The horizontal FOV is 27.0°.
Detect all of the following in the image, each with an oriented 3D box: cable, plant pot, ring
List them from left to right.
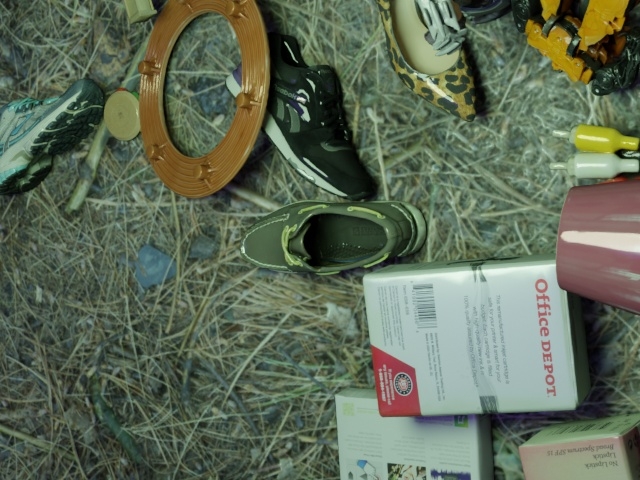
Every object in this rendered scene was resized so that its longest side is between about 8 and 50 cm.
[{"bbox_3d":[-0.185,-0.231,1.970,0.337,0.032,0.336,-8,80,51],"label":"ring"},{"bbox_3d":[0.385,0.007,1.601,0.180,0.201,0.201,6,101,20],"label":"plant pot"},{"bbox_3d":[0.430,-0.092,1.649,0.287,0.072,0.139,-7,100,33],"label":"cable"}]

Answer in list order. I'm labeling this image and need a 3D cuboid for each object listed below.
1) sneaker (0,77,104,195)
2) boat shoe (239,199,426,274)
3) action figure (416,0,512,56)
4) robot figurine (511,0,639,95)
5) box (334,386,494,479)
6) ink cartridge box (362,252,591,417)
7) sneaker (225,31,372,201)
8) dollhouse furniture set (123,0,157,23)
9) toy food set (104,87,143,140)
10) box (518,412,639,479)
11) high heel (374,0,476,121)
[{"bbox_3d":[-0.471,-0.193,2.183,0.283,0.110,0.122,-37,75,31],"label":"sneaker"},{"bbox_3d":[-0.001,-0.005,1.924,0.305,0.091,0.109,-6,95,33],"label":"boat shoe"},{"bbox_3d":[0.159,-0.323,1.654,0.099,0.285,0.185,-6,94,34],"label":"action figure"},{"bbox_3d":[0.329,-0.305,1.603,0.211,0.085,0.291,45,157,20],"label":"robot figurine"},{"bbox_3d":[0.139,0.379,1.923,0.232,0.058,0.321,1,97,32],"label":"box"},{"bbox_3d":[0.211,0.125,1.775,0.273,0.114,0.196,-5,96,23],"label":"ink cartridge box"},{"bbox_3d":[-0.013,-0.183,1.899,0.283,0.107,0.124,47,114,17],"label":"sneaker"},{"bbox_3d":[-0.291,-0.417,2.061,0.161,0.101,0.181,-17,89,58],"label":"dollhouse furniture set"},{"bbox_3d":[-0.313,-0.201,2.132,0.083,0.020,0.082,-37,78,32],"label":"toy food set"},{"bbox_3d":[0.369,0.354,1.730,0.149,0.127,0.232,-13,91,33],"label":"box"},{"bbox_3d":[0.132,-0.284,1.737,0.093,0.186,0.261,-29,75,-7],"label":"high heel"}]
